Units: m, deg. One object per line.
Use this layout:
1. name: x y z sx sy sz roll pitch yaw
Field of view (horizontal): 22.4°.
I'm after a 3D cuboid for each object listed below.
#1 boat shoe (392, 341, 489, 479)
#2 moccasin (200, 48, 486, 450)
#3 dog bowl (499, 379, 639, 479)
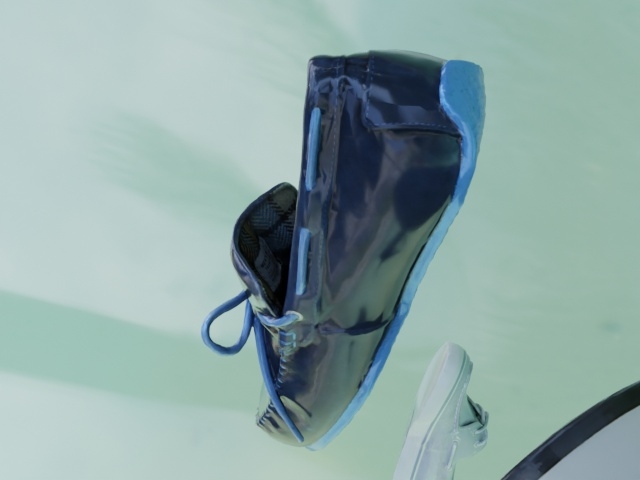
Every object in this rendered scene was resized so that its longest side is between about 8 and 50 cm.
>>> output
1. boat shoe: 0.133 0.189 1.657 0.227 0.081 0.079 104 -178 -46
2. moccasin: 0.000 0.000 1.003 0.137 0.117 0.342 -84 11 -46
3. dog bowl: 0.187 0.278 0.860 0.150 0.408 0.408 33 105 42
